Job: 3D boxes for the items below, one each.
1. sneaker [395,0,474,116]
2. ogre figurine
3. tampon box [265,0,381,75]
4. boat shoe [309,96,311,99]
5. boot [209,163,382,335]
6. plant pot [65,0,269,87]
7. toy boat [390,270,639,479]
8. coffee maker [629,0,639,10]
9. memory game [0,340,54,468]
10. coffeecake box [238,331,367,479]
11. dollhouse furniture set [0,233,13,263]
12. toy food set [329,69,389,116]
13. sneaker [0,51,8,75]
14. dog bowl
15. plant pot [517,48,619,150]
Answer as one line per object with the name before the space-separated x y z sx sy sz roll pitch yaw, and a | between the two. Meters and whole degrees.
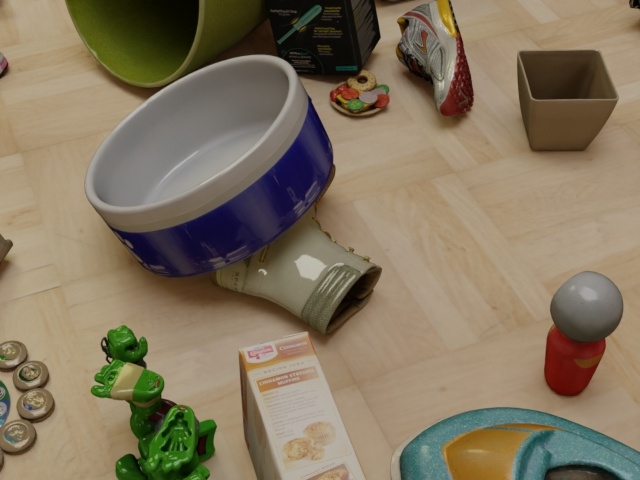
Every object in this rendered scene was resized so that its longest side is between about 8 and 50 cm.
sneaker | 0.156 -0.246 1.312 0.092 0.088 0.225 -16 44 12
ogre figurine | -0.140 0.180 0.852 0.197 0.118 0.097 31 57 29
tampon box | 0.002 -0.323 1.305 0.120 0.161 0.101 7 44 22
boat shoe | -0.095 -0.160 1.222 0.083 0.065 0.183 30 52 28
boot | 0.000 0.000 1.059 0.165 0.077 0.213 24 55 23
plant pot | -0.163 -0.382 1.334 0.274 0.275 0.293 31 37 27
toy boat | 0.207 0.175 0.836 0.267 0.148 0.318 14 47 13
coffee maker | 0.574 -0.353 1.380 0.171 0.120 0.178 -31 54 -28
memory game | -0.359 0.165 0.939 0.186 0.012 0.186 0 46 0
coffeecake box | -0.015 0.198 0.816 0.068 0.142 0.185 -12 47 -13
dollhouse furniture set | -0.554 0.015 1.060 0.355 0.174 0.303 -7 40 27
toy food set | 0.054 -0.199 1.294 0.083 0.020 0.082 -29 52 -26
sneaker | -0.528 -0.286 1.337 0.178 0.077 0.072 9 45 9
dog bowl | -0.123 -0.087 1.054 0.264 0.104 0.265 -20 37 15
plant pot | 0.309 -0.175 1.218 0.109 0.096 0.109 -1 45 -1
